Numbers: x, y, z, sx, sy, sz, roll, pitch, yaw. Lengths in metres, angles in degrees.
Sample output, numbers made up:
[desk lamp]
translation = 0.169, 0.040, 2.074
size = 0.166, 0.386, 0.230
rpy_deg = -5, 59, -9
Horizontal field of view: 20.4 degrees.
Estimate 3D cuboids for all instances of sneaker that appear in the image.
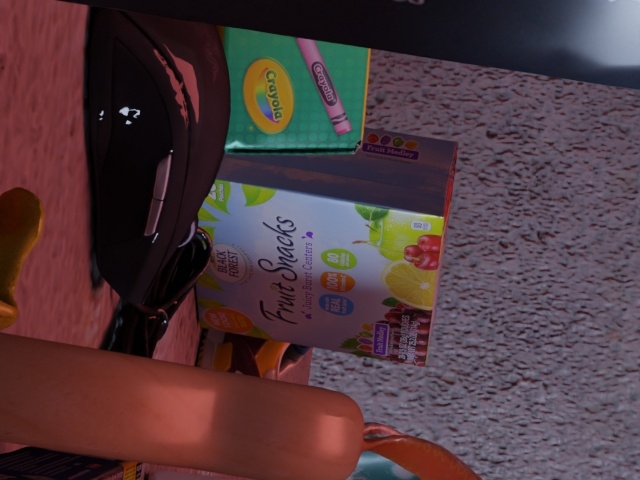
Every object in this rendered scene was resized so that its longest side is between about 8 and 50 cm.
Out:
[sneaker]
translation = -0.043, 0.056, 1.384
size = 0.069, 0.084, 0.185
rpy_deg = 90, 8, -63

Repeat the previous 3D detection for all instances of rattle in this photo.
[rattle]
translation = -0.034, 0.009, 0.502
size = 0.130, 0.199, 0.143
rpy_deg = 88, 9, -68

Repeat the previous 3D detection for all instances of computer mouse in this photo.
[computer mouse]
translation = -0.072, -0.046, 0.921
size = 0.184, 0.060, 0.262
rpy_deg = -76, 173, -57

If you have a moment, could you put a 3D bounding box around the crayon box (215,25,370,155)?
[crayon box]
translation = -0.020, -0.205, 0.956
size = 0.165, 0.081, 0.278
rpy_deg = -109, -160, -59

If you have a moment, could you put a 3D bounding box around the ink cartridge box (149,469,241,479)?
[ink cartridge box]
translation = -0.038, 0.275, 1.206
size = 0.233, 0.171, 0.168
rpy_deg = 87, 10, -66

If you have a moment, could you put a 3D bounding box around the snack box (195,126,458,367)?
[snack box]
translation = 0.000, 0.000, 1.243
size = 0.207, 0.174, 0.070
rpy_deg = 93, 8, -57

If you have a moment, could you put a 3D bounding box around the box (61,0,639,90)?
[box]
translation = 0.038, -0.235, 0.334
size = 0.395, 0.293, 0.212
rpy_deg = 92, 10, -56

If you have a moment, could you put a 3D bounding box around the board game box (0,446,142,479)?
[board game box]
translation = -0.117, 0.175, 0.635
size = 0.194, 0.060, 0.194
rpy_deg = 47, 52, -86
